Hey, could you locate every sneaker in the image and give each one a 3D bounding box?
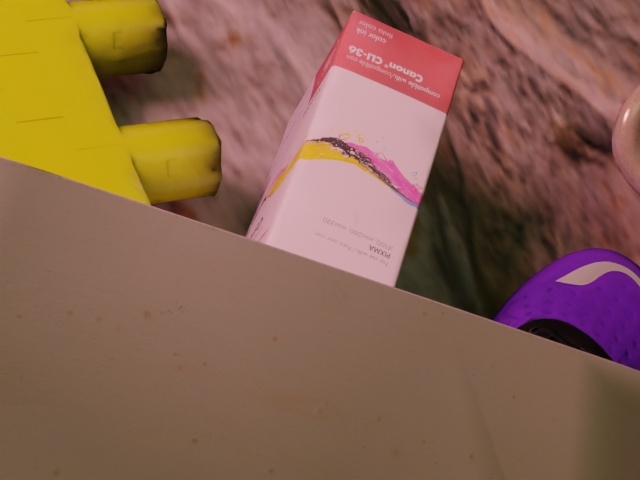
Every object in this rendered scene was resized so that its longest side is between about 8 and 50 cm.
[{"bbox_3d":[0.105,0.099,0.865,0.102,0.146,0.293,36,57,3],"label":"sneaker"}]

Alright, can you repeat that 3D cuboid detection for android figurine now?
[{"bbox_3d":[-0.192,-0.054,0.888,0.273,0.056,0.248,-12,61,-27],"label":"android figurine"}]

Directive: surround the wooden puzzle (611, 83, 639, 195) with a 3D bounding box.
[{"bbox_3d":[0.378,-0.043,0.998,0.348,0.080,0.322,42,57,9],"label":"wooden puzzle"}]

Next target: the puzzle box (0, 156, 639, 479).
[{"bbox_3d":[-0.023,0.141,0.602,0.409,0.052,0.272,20,74,-48],"label":"puzzle box"}]

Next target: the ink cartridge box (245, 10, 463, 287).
[{"bbox_3d":[0.000,0.000,0.902,0.067,0.115,0.198,23,56,-7],"label":"ink cartridge box"}]
